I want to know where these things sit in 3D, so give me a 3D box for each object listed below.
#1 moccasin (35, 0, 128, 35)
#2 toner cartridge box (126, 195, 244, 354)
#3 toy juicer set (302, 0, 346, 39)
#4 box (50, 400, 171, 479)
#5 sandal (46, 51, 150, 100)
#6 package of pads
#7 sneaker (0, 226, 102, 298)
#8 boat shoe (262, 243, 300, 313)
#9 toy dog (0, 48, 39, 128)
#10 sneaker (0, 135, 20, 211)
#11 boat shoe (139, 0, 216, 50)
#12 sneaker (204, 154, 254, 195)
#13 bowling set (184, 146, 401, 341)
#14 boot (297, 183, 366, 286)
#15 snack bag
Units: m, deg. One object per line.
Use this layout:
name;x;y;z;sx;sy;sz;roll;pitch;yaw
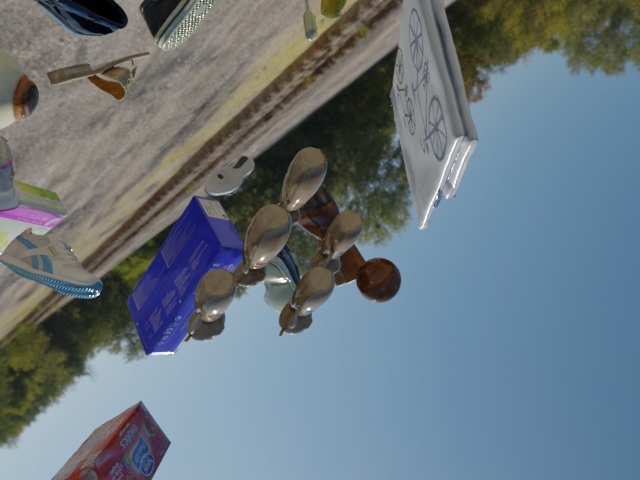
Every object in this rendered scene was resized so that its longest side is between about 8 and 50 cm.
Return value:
moccasin;-0.447;-0.466;0.841;0.116;0.138;0.342;2;179;9
toner cartridge box;-0.309;0.085;1.121;0.075;0.165;0.348;11;127;-48
toy juicer set;0.035;-0.551;1.079;0.089;0.210;0.329;6;165;-18
box;-0.407;0.442;0.974;0.128;0.123;0.257;-32;-174;1
sandal;-0.423;-0.315;0.992;0.088;0.079;0.240;-3;-156;27
package of pads;-0.813;-0.049;1.227;0.229;0.101;0.296;-38;168;4
sneaker;-0.507;0.041;0.953;0.087;0.228;0.092;80;33;-59
boat shoe;-0.073;0.070;0.951;0.081;0.228;0.069;1;-124;9
toy dog;-0.910;-0.332;1.199;0.408;0.284;0.395;-52;179;-41
sneaker;-0.597;-0.155;0.886;0.102;0.252;0.111;-16;134;-36
boat shoe;-0.349;-0.771;1.431;0.500;0.156;0.187;-36;-173;28
sneaker;-0.282;-0.162;1.485;0.121;0.079;0.217;-47;-179;41
bowling set;-0.019;0.046;0.616;0.287;0.199;0.154;-54;178;-37
boot;0.000;0.000;1.433;0.264;0.281;0.096;-21;-169;46
snack bag;0.168;-0.208;0.808;0.037;0.323;0.343;-8;159;-1
